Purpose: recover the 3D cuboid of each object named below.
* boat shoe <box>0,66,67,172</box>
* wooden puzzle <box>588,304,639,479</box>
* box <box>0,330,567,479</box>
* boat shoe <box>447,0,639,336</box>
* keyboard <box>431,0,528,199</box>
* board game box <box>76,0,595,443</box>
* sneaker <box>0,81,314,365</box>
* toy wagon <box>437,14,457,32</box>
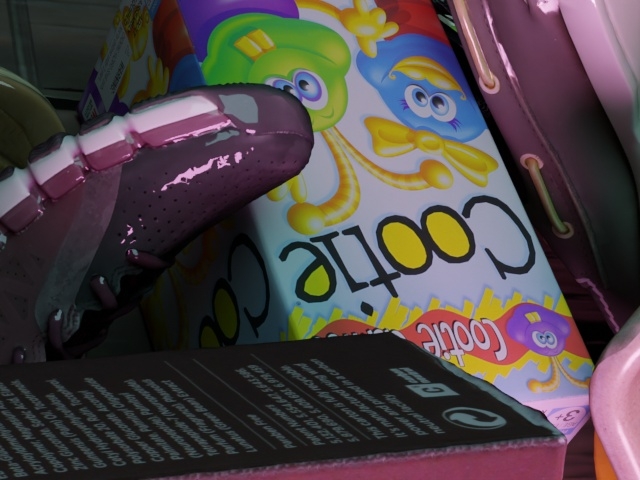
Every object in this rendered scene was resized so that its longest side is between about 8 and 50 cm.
[{"bbox_3d":[-0.287,-0.064,0.898,0.341,0.122,0.110,14,13,-19],"label":"boat shoe"},{"bbox_3d":[0.238,0.106,0.926,0.322,0.080,0.348,-43,120,-41],"label":"wooden puzzle"},{"bbox_3d":[-0.115,0.151,0.683,0.381,0.191,0.143,-3,16,-27],"label":"box"},{"bbox_3d":[0.142,-0.046,0.996,0.091,0.305,0.109,2,44,31],"label":"boat shoe"},{"bbox_3d":[0.084,-0.089,1.069,0.192,0.100,0.038,35,46,-9],"label":"keyboard"},{"bbox_3d":[0.000,0.000,0.948,0.144,0.142,0.275,-4,57,-27],"label":"board game box"},{"bbox_3d":[-0.108,0.057,0.823,0.162,0.281,0.106,68,14,15],"label":"sneaker"},{"bbox_3d":[0.201,-0.127,1.193,0.344,0.068,0.267,28,48,-4],"label":"toy wagon"}]
